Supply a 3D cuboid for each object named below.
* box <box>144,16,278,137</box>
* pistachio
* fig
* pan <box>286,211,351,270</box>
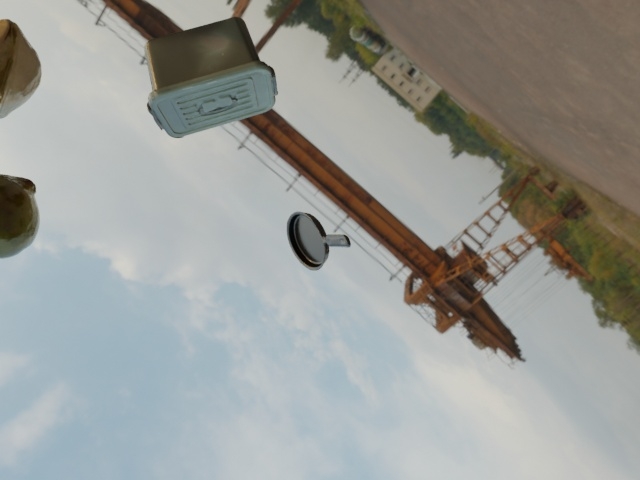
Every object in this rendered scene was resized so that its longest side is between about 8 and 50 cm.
[{"bbox_3d":[-0.217,-0.315,0.961,0.163,0.243,0.135,85,166,-75],"label":"box"},{"bbox_3d":[-0.916,-0.488,1.404,0.229,0.238,0.321,21,-135,-37],"label":"pistachio"},{"bbox_3d":[-0.524,-0.041,0.800,0.121,0.136,0.153,-13,-117,-15],"label":"fig"},{"bbox_3d":[0.000,0.000,1.047,0.028,0.235,0.136,-22,-78,-30],"label":"pan"}]
